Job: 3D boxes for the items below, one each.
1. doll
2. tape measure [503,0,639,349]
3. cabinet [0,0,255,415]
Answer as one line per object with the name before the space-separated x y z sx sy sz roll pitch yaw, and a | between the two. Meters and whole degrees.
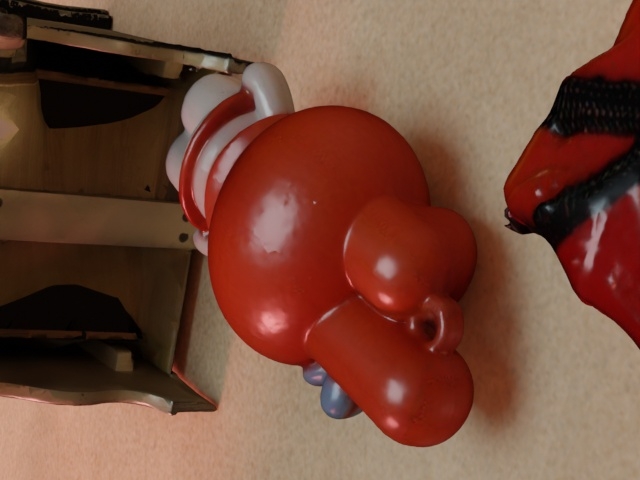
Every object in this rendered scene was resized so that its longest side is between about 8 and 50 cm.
doll | 0.000 0.000 0.786 0.290 0.129 0.161 43 119 43
tape measure | 0.200 -0.031 0.499 0.253 0.114 0.260 57 132 41
cabinet | -0.228 -0.038 1.042 0.318 0.227 0.290 23 105 55
